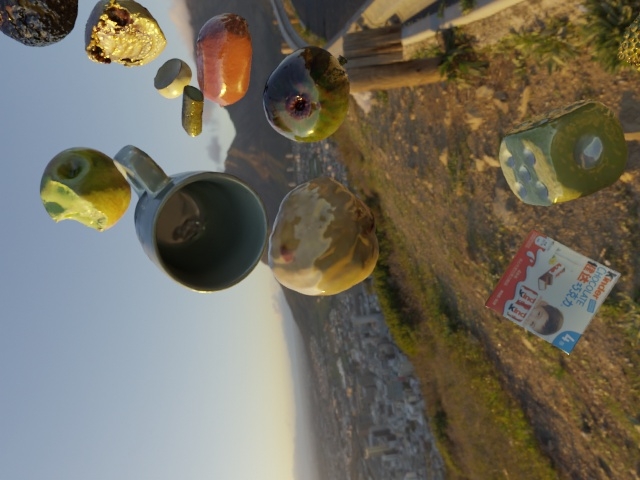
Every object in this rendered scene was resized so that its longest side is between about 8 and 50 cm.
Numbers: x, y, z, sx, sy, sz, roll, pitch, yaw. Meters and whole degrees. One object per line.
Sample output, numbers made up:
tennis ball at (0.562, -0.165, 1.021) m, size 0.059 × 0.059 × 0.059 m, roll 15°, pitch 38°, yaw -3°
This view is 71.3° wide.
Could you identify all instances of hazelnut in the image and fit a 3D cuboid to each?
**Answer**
hazelnut at (0.000, 0.000, 0.981) m, size 0.241 × 0.261 × 0.261 m, roll 5°, pitch 105°, yaw 44°

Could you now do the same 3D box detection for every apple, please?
apple at (-0.696, -0.151, 1.319) m, size 0.226 × 0.246 × 0.246 m, roll 130°, pitch 135°, yaw -69°

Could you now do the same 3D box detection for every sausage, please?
sausage at (-0.254, -0.463, 1.164) m, size 0.254 × 0.148 × 0.148 m, roll 102°, pitch 162°, yaw -54°

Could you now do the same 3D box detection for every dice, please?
dice at (0.666, -0.242, 1.245) m, size 0.226 × 0.238 × 0.233 m, roll 65°, pitch 174°, yaw -11°

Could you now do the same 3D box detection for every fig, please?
fig at (-0.008, -0.266, 0.756) m, size 0.245 × 0.149 × 0.149 m, roll -69°, pitch -19°, yaw -52°

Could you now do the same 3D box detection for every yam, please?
yam at (-0.254, -0.257, 0.887) m, size 0.043 × 0.043 × 0.094 m, roll -101°, pitch 24°, yaw -45°

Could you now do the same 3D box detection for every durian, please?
durian at (0.738, -0.438, 0.982) m, size 0.208 × 0.146 × 0.102 m, roll 57°, pitch -165°, yaw -62°

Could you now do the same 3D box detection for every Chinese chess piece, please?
Chinese chess piece at (-0.443, -0.487, 1.340) m, size 0.051 × 0.122 × 0.122 m, roll 35°, pitch -140°, yaw -53°

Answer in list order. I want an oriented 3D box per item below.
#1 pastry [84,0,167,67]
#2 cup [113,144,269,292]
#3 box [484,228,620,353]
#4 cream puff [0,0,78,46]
pastry at (-0.663, -0.714, 1.502) m, size 0.256 × 0.237 × 0.170 m, roll -34°, pitch 76°, yaw 40°
cup at (-0.244, -0.055, 0.747) m, size 0.234 × 0.186 × 0.258 m, roll 18°, pitch 152°, yaw 52°
box at (0.673, 0.146, 1.310) m, size 0.273 × 0.265 × 0.048 m, roll -61°, pitch -16°, yaw 5°
cream puff at (-0.768, -0.640, 1.170) m, size 0.165 × 0.239 × 0.239 m, roll -48°, pitch -47°, yaw -81°
